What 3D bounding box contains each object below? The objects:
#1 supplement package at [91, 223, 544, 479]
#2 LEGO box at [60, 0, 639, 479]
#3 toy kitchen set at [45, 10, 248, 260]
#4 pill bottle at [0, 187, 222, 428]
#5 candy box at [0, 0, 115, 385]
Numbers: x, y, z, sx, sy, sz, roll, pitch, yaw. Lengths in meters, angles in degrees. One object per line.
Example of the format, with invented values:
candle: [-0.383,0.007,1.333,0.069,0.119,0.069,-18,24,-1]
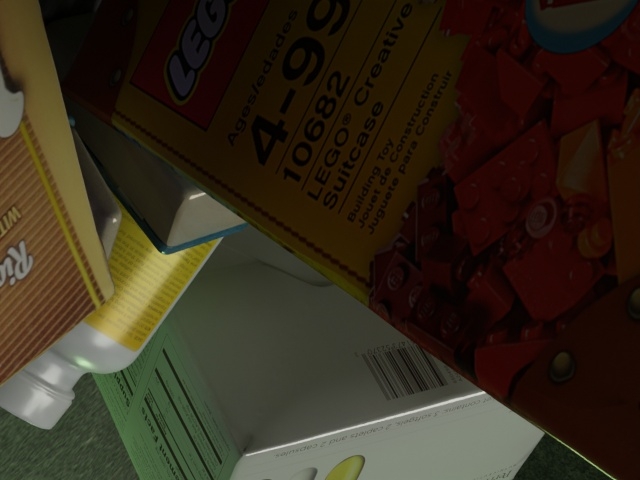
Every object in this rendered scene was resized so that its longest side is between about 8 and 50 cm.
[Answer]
supplement package: [0.003,0.070,0.968,0.262,0.204,0.145,-11,145,-30]
LEGO box: [0.165,-0.191,0.483,0.193,0.372,0.500,24,96,-37]
toy kitchen set: [-0.158,0.006,0.686,0.207,0.122,0.166,-19,148,-37]
pill bottle: [-0.118,0.004,0.781,0.184,0.103,0.103,-54,169,-3]
candy box: [-0.187,0.003,0.318,0.316,0.088,0.182,-43,130,-49]
